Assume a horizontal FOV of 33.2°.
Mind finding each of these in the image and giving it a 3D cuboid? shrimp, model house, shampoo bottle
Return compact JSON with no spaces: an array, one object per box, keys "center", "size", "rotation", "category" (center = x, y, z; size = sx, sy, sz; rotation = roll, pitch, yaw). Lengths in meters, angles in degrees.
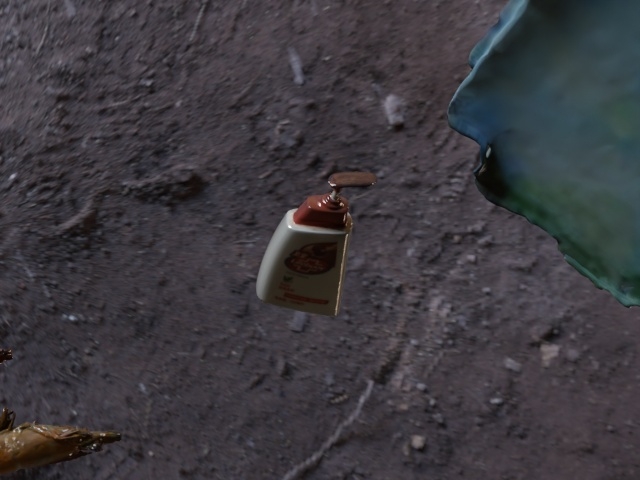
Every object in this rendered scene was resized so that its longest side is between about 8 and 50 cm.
[{"center":[-0.199,0.117,0.730],"size":[0.127,0.025,0.091],"rotation":[6,65,-14],"category":"shrimp"},{"center":[0.238,-0.133,0.687],"size":[0.226,0.261,0.241],"rotation":[34,35,-5],"category":"model house"},{"center":[0.000,0.000,1.716],"size":[0.153,0.284,0.071],"rotation":[13,42,-12],"category":"shampoo bottle"}]
